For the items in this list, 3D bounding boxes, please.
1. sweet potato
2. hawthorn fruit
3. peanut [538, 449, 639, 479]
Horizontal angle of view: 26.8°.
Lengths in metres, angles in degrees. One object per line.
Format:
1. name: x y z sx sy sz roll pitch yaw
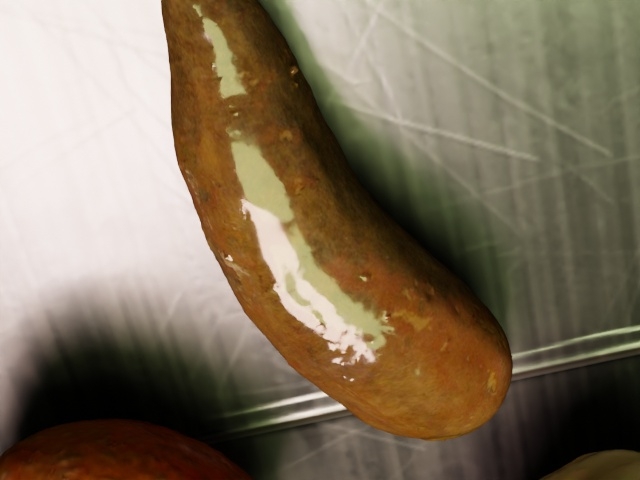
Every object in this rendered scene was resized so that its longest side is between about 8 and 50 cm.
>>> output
1. sweet potato: -0.002 0.000 0.640 0.097 0.097 0.292 -32 117 14
2. hawthorn fruit: -0.104 0.181 0.699 0.189 0.189 0.189 -2 121 -3
3. peanut: 0.186 0.269 0.774 0.169 0.192 0.387 20 139 36
